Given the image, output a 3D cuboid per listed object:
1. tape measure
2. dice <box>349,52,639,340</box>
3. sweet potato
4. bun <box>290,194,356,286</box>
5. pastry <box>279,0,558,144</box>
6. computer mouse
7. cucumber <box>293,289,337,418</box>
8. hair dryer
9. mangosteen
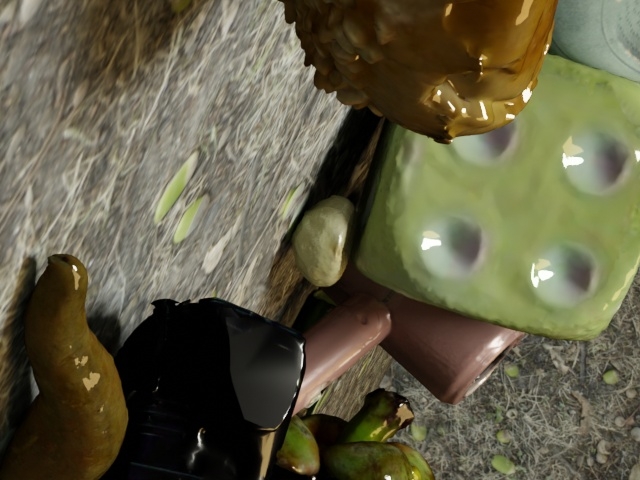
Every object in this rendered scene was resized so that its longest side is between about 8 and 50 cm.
[{"bbox_3d":[-0.098,0.136,1.015,0.186,0.112,0.199,-29,-142,64],"label":"tape measure"},{"bbox_3d":[0.175,-0.055,1.558,0.254,0.252,0.250,-115,-137,-83],"label":"dice"},{"bbox_3d":[-0.139,0.089,0.900,0.069,0.059,0.249,-12,141,-28],"label":"sweet potato"},{"bbox_3d":[0.000,0.000,1.498,0.086,0.054,0.086,14,90,-84],"label":"bun"},{"bbox_3d":[0.059,-0.204,0.804,0.255,0.161,0.311,91,16,-51],"label":"pastry"},{"bbox_3d":[0.272,-0.227,1.631,0.371,0.188,0.122,14,107,-48],"label":"computer mouse"},{"bbox_3d":[-0.030,0.168,1.855,0.244,0.063,0.115,-61,171,1],"label":"cucumber"},{"bbox_3d":[0.031,0.123,1.673,0.352,0.210,0.125,-38,165,-35],"label":"hair dryer"},{"bbox_3d":[-0.001,0.344,1.732,0.330,0.330,0.330,-60,172,-15],"label":"mangosteen"}]
